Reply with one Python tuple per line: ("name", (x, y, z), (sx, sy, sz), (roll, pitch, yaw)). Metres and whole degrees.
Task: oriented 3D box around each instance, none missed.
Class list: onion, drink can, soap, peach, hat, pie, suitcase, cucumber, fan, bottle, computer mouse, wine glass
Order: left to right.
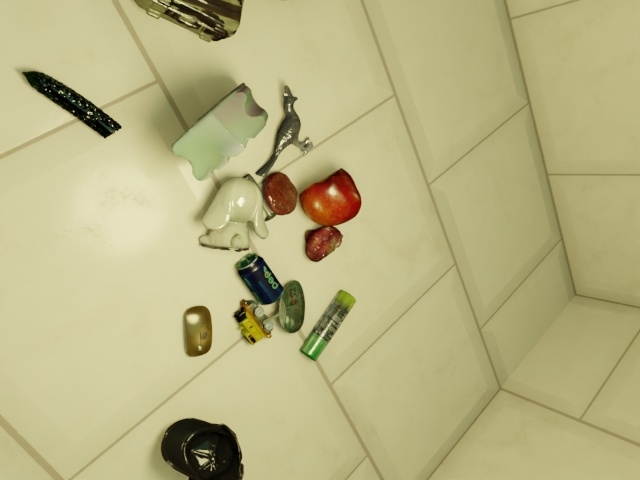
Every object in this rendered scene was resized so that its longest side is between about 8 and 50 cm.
("cucumber", (-0.761, -0.424, 1.493), (0.300, 0.072, 0.072), (38, 74, -33))
("suitcase", (-0.419, -0.870, 1.606), (0.352, 0.194, 0.338), (13, 83, -37))
("computer mouse", (-0.463, 0.345, 1.833), (0.102, 0.045, 0.198), (-4, 98, -33))
("hat", (-0.462, 0.811, 1.851), (0.336, 0.209, 0.238), (32, 56, -17))
("soap", (-0.317, -0.390, 1.647), (0.261, 0.446, 0.156), (-35, 110, 16))
("wine glass", (-0.248, -0.169, 1.907), (0.066, 0.066, 0.198), (-45, 118, -23))
("drink can", (-0.239, 0.154, 1.922), (0.118, 0.118, 0.204), (-43, 120, -23))
("pie", (-0.158, -0.187, 1.940), (0.182, 0.050, 0.182), (19, 65, -48))
("fan", (-0.136, 0.265, 2.015), (0.294, 0.012, 0.223), (36, 61, -55))
("onion", (0.000, 0.000, 2.064), (0.147, 0.184, 0.184), (42, 66, 12))
("bottle", (0.035, 0.378, 2.165), (0.093, 0.093, 0.330), (47, 70, -31))
("peach", (0.050, -0.177, 1.970), (0.245, 0.274, 0.248), (30, 85, 3))

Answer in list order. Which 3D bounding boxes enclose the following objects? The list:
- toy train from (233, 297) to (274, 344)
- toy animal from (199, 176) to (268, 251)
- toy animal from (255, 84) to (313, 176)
("toy train", (-0.271, 0.326, 1.944), (0.127, 0.089, 0.219), (-38, 118, -14))
("toy animal", (-0.324, -0.083, 1.792), (0.249, 0.174, 0.289), (-21, 109, -33))
("toy animal", (-0.123, -0.411, 1.953), (0.206, 0.081, 0.366), (14, 96, -40))
